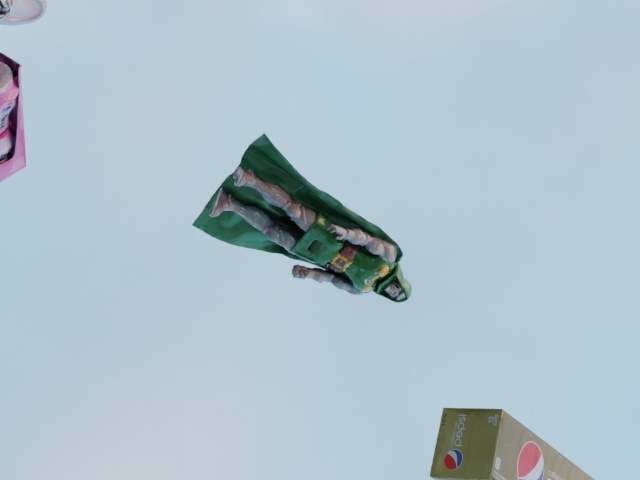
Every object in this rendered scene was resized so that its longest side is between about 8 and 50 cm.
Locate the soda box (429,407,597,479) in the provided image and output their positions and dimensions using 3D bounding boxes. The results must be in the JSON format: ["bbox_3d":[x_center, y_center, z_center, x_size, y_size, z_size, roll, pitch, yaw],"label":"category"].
[{"bbox_3d":[0.163,0.197,1.471,0.058,0.181,0.061,-3,-116,34],"label":"soda box"}]

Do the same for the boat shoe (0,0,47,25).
[{"bbox_3d":[-0.406,-0.293,2.161,0.063,0.184,0.066,44,-70,44],"label":"boat shoe"}]

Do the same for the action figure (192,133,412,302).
[{"bbox_3d":[0.000,0.000,1.843,0.137,0.232,0.063,-49,-159,33],"label":"action figure"}]

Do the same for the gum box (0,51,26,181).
[{"bbox_3d":[-0.337,-0.127,1.546,0.188,0.107,0.062,28,-137,27],"label":"gum box"}]
